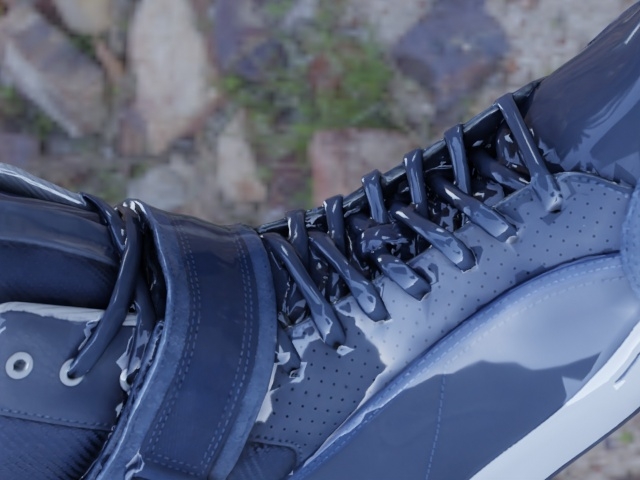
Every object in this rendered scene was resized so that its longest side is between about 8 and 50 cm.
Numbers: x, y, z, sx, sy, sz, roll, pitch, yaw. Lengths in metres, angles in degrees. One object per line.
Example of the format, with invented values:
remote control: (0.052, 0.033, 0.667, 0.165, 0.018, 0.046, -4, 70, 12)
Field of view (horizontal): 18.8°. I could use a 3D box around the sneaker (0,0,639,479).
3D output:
sneaker: (0.000, 0.002, 0.478, 0.226, 0.163, 0.086, -53, 27, 20)
